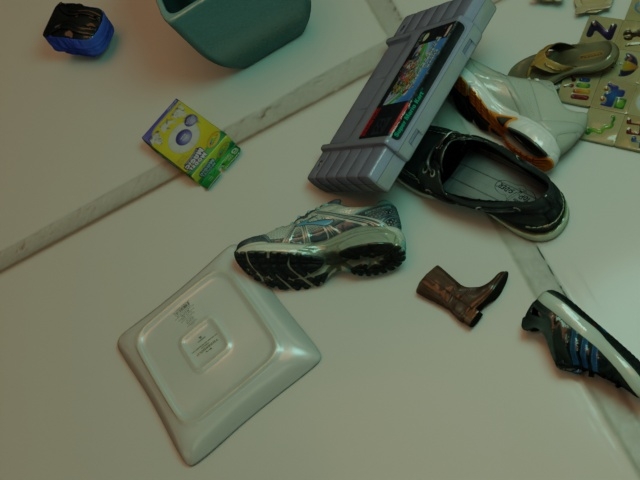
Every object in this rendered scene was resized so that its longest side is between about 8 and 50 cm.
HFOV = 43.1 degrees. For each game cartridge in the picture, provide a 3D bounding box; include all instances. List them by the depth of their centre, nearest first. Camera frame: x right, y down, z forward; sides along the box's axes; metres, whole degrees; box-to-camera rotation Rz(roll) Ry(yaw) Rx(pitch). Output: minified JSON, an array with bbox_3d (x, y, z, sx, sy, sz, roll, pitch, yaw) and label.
[{"bbox_3d":[0.126,-0.237,1.317,0.355,0.068,0.230,-59,19,-11],"label":"game cartridge"}]

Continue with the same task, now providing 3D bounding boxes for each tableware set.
[{"bbox_3d":[0.441,-0.456,1.384,0.141,0.020,0.168,12,69,27],"label":"tableware set"}]

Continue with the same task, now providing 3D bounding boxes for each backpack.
[{"bbox_3d":[-0.487,-0.432,1.672,0.120,0.101,0.098,7,72,19],"label":"backpack"}]

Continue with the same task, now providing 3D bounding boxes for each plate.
[{"bbox_3d":[-0.182,0.174,1.326,0.277,0.045,0.278,-40,60,1],"label":"plate"}]

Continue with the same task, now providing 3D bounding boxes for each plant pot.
[{"bbox_3d":[-0.153,-0.462,1.476,0.248,0.252,0.247,-30,60,6],"label":"plant pot"}]

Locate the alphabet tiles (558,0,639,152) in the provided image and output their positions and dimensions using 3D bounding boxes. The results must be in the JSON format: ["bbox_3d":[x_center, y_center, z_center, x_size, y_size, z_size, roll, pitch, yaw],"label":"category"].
[{"bbox_3d":[0.562,-0.255,1.262,0.343,0.011,0.285,18,74,26],"label":"alphabet tiles"}]

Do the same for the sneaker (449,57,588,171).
[{"bbox_3d":[0.312,-0.226,1.303,0.121,0.099,0.262,-38,66,-10],"label":"sneaker"}]

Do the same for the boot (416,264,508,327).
[{"bbox_3d":[0.214,0.063,1.237,0.114,0.037,0.106,36,81,34],"label":"boot"}]

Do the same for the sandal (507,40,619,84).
[{"bbox_3d":[0.387,-0.291,1.310,0.180,0.049,0.072,-10,59,31],"label":"sandal"}]

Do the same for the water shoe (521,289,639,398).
[{"bbox_3d":[0.370,0.158,1.128,0.080,0.073,0.203,-53,54,17],"label":"water shoe"}]

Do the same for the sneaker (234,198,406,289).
[{"bbox_3d":[0.000,0.000,1.318,0.283,0.110,0.122,-6,51,12],"label":"sneaker"}]

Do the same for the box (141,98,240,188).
[{"bbox_3d":[-0.239,-0.178,1.504,0.179,0.043,0.105,36,84,27],"label":"box"}]

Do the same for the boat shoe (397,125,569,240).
[{"bbox_3d":[0.224,-0.113,1.263,0.340,0.113,0.127,36,84,29],"label":"boat shoe"}]
